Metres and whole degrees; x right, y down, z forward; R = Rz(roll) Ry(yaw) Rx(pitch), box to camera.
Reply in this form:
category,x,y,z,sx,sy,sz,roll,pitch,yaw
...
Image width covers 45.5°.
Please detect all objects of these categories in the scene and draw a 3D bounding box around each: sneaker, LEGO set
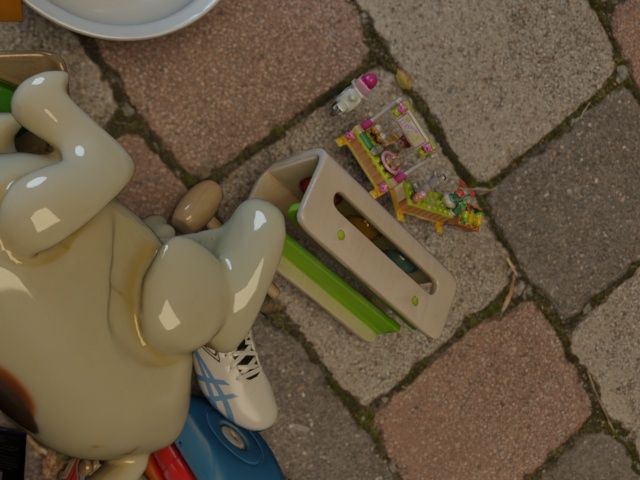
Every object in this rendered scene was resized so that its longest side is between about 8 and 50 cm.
category,x,y,z,sx,sy,sz,roll,pitch,yaw
sneaker,-0.115,0.121,0.929,0.085,0.086,0.237,-20,80,-40
LEGO set,0.137,-0.101,1.005,0.287,0.107,0.132,43,40,-16

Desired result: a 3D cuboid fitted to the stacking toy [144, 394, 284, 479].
category,x,y,z,sx,sy,sz,roll,pitch,yaw
stacking toy,-0.202,0.343,0.927,0.302,0.175,0.166,-48,146,6

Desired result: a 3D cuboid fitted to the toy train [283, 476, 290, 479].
category,x,y,z,sx,sy,sz,roll,pitch,yaw
toy train,-0.055,0.409,1.015,0.105,0.080,0.184,-16,100,-12

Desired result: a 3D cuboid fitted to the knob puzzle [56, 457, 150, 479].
category,x,y,z,sx,sy,sz,roll,pitch,yaw
knob puzzle,-0.263,0.335,0.882,0.030,0.213,0.213,9,91,-53

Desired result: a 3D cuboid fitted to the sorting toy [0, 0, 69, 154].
category,x,y,z,sx,sy,sz,roll,pitch,yaw
sorting toy,-0.380,-0.137,0.793,0.229,0.041,0.307,-5,127,-18

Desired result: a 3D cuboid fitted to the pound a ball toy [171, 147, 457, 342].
category,x,y,z,sx,sy,sz,roll,pitch,yaw
pound a ball toy,0.000,0.000,0.977,0.319,0.208,0.135,41,56,-30

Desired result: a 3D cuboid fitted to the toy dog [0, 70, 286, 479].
category,x,y,z,sx,sy,sz,roll,pitch,yaw
toy dog,-0.305,0.038,0.709,0.408,0.285,0.395,29,75,-39

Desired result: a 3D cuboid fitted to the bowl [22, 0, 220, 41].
category,x,y,z,sx,sy,sz,roll,pitch,yaw
bowl,-0.235,-0.365,0.857,0.298,0.134,0.297,-2,96,-20

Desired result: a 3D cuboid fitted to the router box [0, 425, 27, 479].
category,x,y,z,sx,sy,sz,roll,pitch,yaw
router box,-0.387,0.377,0.801,0.081,0.243,0.308,15,88,-20
